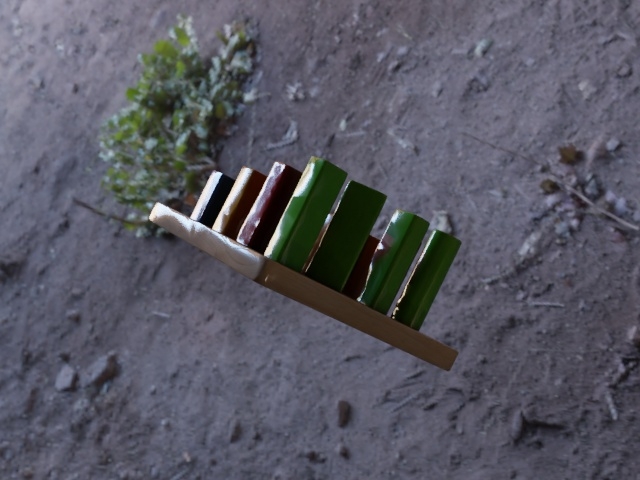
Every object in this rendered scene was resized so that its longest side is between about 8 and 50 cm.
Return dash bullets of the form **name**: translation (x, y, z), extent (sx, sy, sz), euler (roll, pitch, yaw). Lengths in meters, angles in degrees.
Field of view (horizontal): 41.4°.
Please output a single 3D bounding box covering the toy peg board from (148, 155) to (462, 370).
- **toy peg board**: translation (0.000, 0.000, 0.550), extent (0.160, 0.161, 0.079), euler (24, 86, 55)
